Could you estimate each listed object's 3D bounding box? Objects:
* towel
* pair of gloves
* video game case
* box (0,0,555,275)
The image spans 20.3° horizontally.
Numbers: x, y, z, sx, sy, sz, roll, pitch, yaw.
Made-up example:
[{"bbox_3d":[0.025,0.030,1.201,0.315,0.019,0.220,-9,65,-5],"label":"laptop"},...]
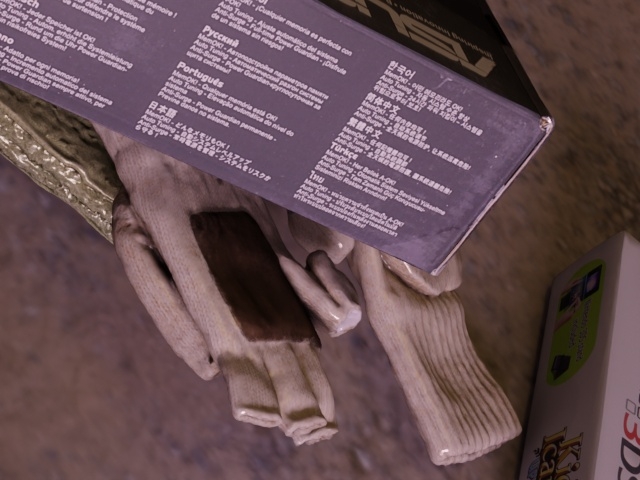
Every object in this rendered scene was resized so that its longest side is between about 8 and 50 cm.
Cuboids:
[{"bbox_3d":[-0.115,-0.065,0.776,0.148,0.027,0.110,37,35,-15],"label":"towel"},{"bbox_3d":[0.000,0.000,0.793,0.240,0.042,0.204,10,53,-53],"label":"pair of gloves"},{"bbox_3d":[0.217,0.159,0.888,0.269,0.061,0.244,37,39,-16],"label":"video game case"},{"bbox_3d":[-0.119,-0.172,0.737,0.395,0.097,0.318,24,28,-27],"label":"box"}]
